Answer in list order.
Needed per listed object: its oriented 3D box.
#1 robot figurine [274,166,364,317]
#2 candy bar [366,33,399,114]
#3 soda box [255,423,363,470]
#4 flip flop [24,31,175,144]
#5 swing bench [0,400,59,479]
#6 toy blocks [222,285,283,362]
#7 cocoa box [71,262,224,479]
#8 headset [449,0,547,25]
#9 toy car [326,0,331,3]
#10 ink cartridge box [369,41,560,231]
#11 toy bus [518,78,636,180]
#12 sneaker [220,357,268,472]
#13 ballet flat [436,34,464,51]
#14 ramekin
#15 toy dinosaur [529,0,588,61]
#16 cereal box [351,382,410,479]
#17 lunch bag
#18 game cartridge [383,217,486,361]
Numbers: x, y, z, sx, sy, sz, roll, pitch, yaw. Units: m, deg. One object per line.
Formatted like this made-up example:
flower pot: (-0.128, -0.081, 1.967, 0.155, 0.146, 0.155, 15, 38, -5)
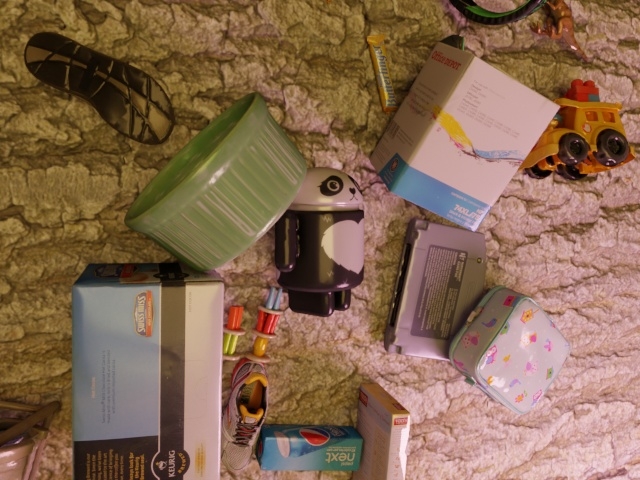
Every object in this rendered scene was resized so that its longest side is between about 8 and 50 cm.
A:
robot figurine: (0.001, 0.000, 1.035, 0.174, 0.209, 0.277, 0, 96, -4)
candy bar: (0.130, -0.341, 1.121, 0.040, 0.018, 0.161, -16, 99, -15)
soda box: (-0.024, 0.428, 1.129, 0.210, 0.067, 0.071, 8, 94, -18)
flip flop: (-0.377, -0.265, 0.952, 0.277, 0.080, 0.112, 28, 92, -2)
swing bench: (-0.554, 0.409, 0.869, 0.165, 0.255, 0.253, 15, 91, -18)
toy blocks: (-0.135, 0.157, 1.064, 0.123, 0.054, 0.148, 14, 92, -34)
cocoa box: (-0.295, 0.220, 0.939, 0.228, 0.231, 0.346, 0, 96, -17)
headset: (0.280, -0.589, 1.035, 0.185, 0.243, 0.394, -26, 72, -39)
toy car: (0.035, -0.530, 1.061, 0.060, 0.040, 0.121, -8, 98, -16)
ink cartridge box: (0.258, -0.200, 1.036, 0.197, 0.198, 0.270, 23, 111, -17)
toy bus: (0.552, -0.249, 1.202, 0.221, 0.149, 0.211, -2, 83, -14)
sneaker: (-0.153, 0.348, 1.068, 0.088, 0.093, 0.225, 8, 94, -17)
ballet flat: (0.272, -0.324, 1.146, 0.074, 0.074, 0.203, -12, 105, -15)
ramekin: (-0.167, -0.091, 0.918, 0.303, 0.303, 0.148, -47, 113, -7)
toy dinosaur: (0.537, -0.476, 1.206, 0.112, 0.064, 0.211, -31, 104, -13)
cereal box: (0.120, 0.435, 1.118, 0.048, 0.173, 0.239, 4, 95, -17)
lunch bag: (0.409, 0.244, 1.192, 0.279, 0.108, 0.224, 42, 84, -32)
game cartridge: (0.258, 0.112, 1.189, 0.196, 0.060, 0.293, 12, 92, -14)
